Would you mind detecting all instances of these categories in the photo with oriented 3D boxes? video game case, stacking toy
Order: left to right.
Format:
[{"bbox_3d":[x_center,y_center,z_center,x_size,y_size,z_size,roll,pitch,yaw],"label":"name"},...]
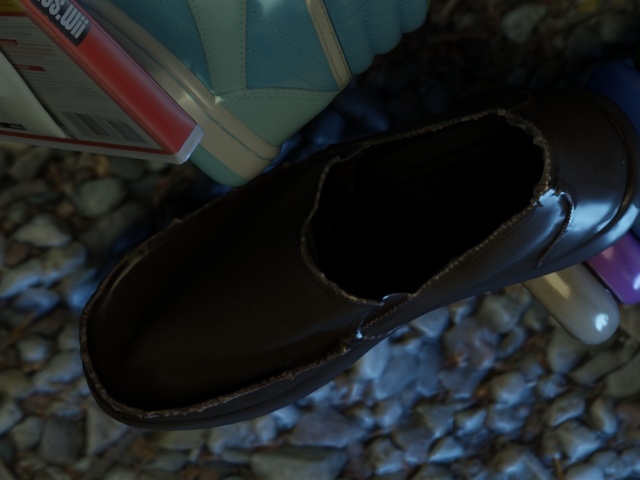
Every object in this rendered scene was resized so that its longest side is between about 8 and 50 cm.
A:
[{"bbox_3d":[-0.207,-0.140,0.921,0.285,0.204,0.025,45,68,-35],"label":"video game case"},{"bbox_3d":[0.240,-0.092,1.138,0.330,0.141,0.141,-43,124,4],"label":"stacking toy"}]

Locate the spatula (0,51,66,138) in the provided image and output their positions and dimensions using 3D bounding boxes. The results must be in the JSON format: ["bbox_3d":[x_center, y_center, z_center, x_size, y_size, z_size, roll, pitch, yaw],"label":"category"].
[{"bbox_3d":[-0.246,-0.132,0.922,0.019,0.168,0.242,-60,144,-20],"label":"spatula"}]

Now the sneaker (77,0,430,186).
[{"bbox_3d":[-0.061,-0.187,0.975,0.208,0.127,0.319,-36,135,10],"label":"sneaker"}]

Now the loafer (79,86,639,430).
[{"bbox_3d":[0.000,0.000,1.058,0.366,0.134,0.130,-27,163,19],"label":"loafer"}]
